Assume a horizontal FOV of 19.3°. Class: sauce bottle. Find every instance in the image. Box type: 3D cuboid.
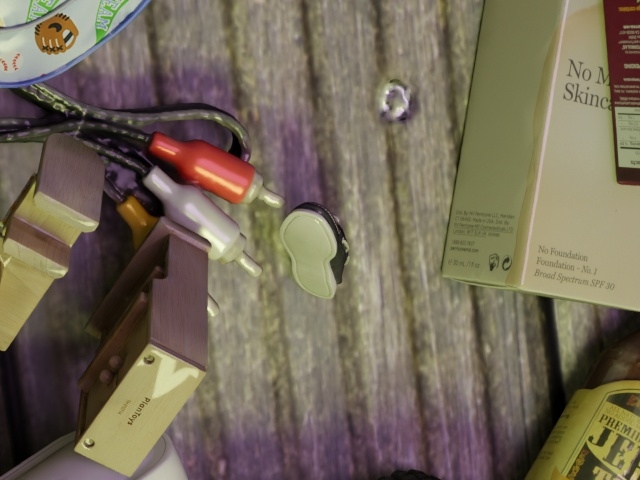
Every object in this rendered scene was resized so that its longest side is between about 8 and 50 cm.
[{"bbox_3d":[0.250,0.163,1.566,0.111,0.111,0.344,38,74,-27],"label":"sauce bottle"}]

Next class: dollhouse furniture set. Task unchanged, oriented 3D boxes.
[{"bbox_3d":[-0.202,0.025,1.240,0.242,0.161,0.212,29,114,-18],"label":"dollhouse furniture set"}]

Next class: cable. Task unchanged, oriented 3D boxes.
[{"bbox_3d":[-0.147,-0.071,1.329,0.287,0.072,0.139,35,79,-29],"label":"cable"}]

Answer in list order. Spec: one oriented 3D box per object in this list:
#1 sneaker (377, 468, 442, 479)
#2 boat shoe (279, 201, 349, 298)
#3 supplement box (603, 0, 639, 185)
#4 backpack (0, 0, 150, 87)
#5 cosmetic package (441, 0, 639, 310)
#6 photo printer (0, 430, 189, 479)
[{"bbox_3d":[0.037,0.258,1.368,0.343,0.146,0.134,-21,114,-46],"label":"sneaker"},{"bbox_3d":[0.000,0.000,1.412,0.125,0.046,0.038,75,37,-59],"label":"boat shoe"},{"bbox_3d":[0.284,-0.140,1.451,0.104,0.081,0.188,-11,100,-30],"label":"supplement box"},{"bbox_3d":[-0.208,-0.234,1.176,0.276,0.213,0.263,-42,127,-1],"label":"backpack"},{"bbox_3d":[0.212,-0.106,1.524,0.160,0.113,0.309,9,90,-31],"label":"cosmetic package"},{"bbox_3d":[-0.183,0.277,1.249,0.307,0.107,0.256,-34,127,-52],"label":"photo printer"}]
